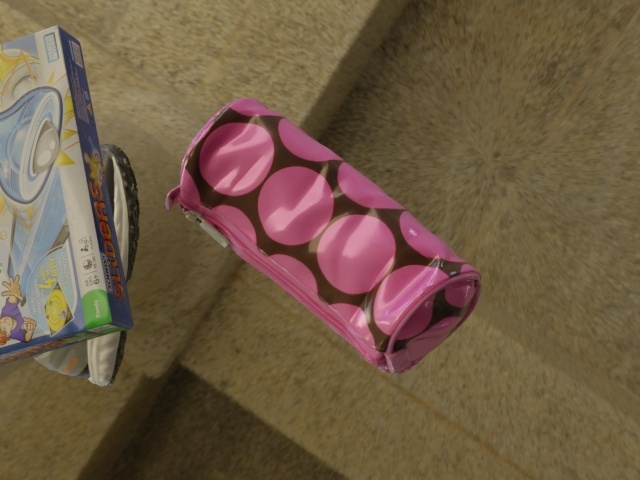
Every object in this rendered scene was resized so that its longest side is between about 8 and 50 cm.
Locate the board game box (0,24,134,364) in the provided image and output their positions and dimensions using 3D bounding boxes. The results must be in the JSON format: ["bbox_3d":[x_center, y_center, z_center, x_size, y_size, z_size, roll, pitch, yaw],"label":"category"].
[{"bbox_3d":[-0.206,-0.024,0.712,0.136,0.035,0.201,-17,-104,11],"label":"board game box"}]

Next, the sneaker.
[{"bbox_3d":[-0.254,0.028,1.195,0.108,0.100,0.272,9,-77,-7],"label":"sneaker"}]

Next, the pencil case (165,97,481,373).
[{"bbox_3d":[0.000,0.000,0.726,0.209,0.095,0.098,37,-121,21],"label":"pencil case"}]
